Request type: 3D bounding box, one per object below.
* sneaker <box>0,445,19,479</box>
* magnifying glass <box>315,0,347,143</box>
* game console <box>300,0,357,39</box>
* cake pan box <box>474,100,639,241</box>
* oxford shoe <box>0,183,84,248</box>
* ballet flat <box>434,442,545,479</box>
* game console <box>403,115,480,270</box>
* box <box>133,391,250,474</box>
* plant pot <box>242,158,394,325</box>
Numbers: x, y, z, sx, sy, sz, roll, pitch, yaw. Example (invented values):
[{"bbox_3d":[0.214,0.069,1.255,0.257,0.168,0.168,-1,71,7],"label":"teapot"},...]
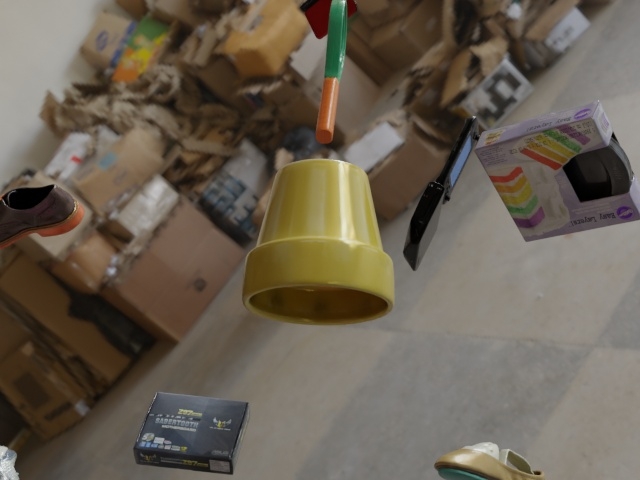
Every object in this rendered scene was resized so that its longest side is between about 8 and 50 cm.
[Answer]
[{"bbox_3d":[-0.571,0.479,1.681,0.283,0.122,0.110,-99,33,-65],"label":"sneaker"},{"bbox_3d":[0.016,-0.226,1.257,0.092,0.026,0.230,87,-173,-57],"label":"magnifying glass"},{"bbox_3d":[0.031,-0.560,2.196,0.144,0.085,0.124,-28,27,42],"label":"game console"},{"bbox_3d":[0.469,-0.127,1.827,0.267,0.245,0.070,-12,34,39],"label":"cake pan box"},{"bbox_3d":[-0.581,-0.054,1.765,0.272,0.098,0.096,-13,47,15],"label":"oxford shoe"},{"bbox_3d":[0.242,0.324,1.334,0.080,0.232,0.073,-12,56,43],"label":"ballet flat"},{"bbox_3d":[0.266,-0.115,2.039,0.361,0.044,0.213,-63,-12,-19],"label":"game console"},{"bbox_3d":[-0.294,0.444,2.190,0.183,0.233,0.059,-74,-13,-53],"label":"box"},{"bbox_3d":[0.000,0.000,1.607,0.254,0.254,0.238,-26,56,54],"label":"plant pot"}]
